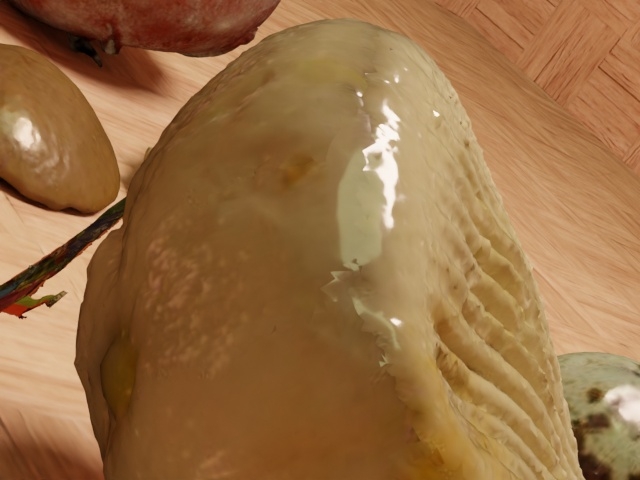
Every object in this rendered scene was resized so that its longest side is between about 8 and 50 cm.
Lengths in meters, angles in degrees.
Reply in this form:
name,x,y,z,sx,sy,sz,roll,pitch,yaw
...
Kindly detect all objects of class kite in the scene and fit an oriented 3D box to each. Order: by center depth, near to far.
name,x,y,z,sx,sy,sz,roll,pitch,yaw
kite,-0.160,0.030,0.791,0.014,0.241,0.183,55,-27,-13

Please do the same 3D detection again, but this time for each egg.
name,x,y,z,sx,sy,sz,roll,pitch,yaw
egg,0.189,0.163,1.124,0.169,0.169,0.231,39,-1,9

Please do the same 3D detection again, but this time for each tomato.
name,x,y,z,sx,sy,sz,roll,pitch,yaw
tomato,-0.174,-0.308,1.531,0.316,0.283,0.317,13,15,-4

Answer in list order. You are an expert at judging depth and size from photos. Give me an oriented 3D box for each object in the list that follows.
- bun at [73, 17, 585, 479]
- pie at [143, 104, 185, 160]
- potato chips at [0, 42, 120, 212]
name,x,y,z,sx,sy,sz,roll,pitch,yaw
bun,0.001,0.082,0.762,0.365,0.219,0.365,-17,90,-78
pie,0.000,0.000,1.349,0.339,0.083,0.339,36,16,-12
potato chips,-0.224,-0.100,1.199,0.195,0.062,0.208,44,15,19
